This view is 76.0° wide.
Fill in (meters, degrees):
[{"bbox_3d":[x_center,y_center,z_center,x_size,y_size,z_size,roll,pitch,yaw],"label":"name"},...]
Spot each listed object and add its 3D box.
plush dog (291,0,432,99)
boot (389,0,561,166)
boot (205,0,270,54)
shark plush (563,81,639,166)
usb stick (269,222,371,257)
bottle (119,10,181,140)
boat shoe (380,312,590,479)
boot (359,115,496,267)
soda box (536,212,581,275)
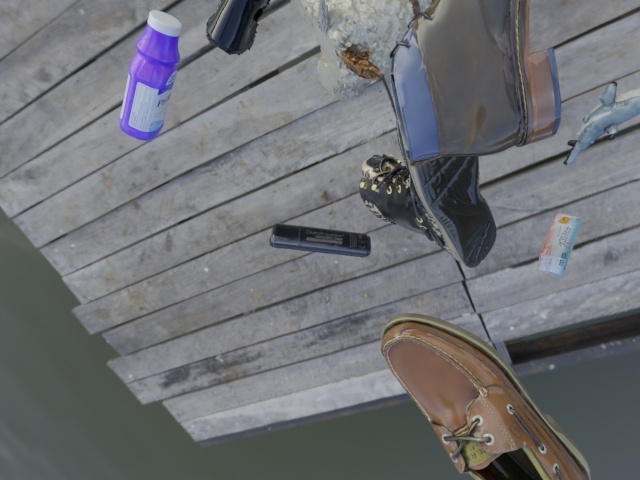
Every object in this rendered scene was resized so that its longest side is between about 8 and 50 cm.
[{"bbox_3d":[0.100,-0.333,0.593,0.225,0.210,0.262,-34,137,-3],"label":"plush dog"},{"bbox_3d":[0.085,-0.160,0.288,0.106,0.082,0.219,-19,99,10],"label":"boot"},{"bbox_3d":[-0.118,-0.417,0.706,0.094,0.246,0.207,25,115,-26],"label":"boot"},{"bbox_3d":[0.486,-0.199,0.706,0.161,0.067,0.073,-42,132,20],"label":"shark plush"},{"bbox_3d":[0.000,0.000,1.123,0.278,0.077,0.045,6,145,-6],"label":"usb stick"},{"bbox_3d":[-0.387,-0.372,0.942,0.092,0.118,0.283,24,127,-14],"label":"bottle"},{"bbox_3d":[0.191,0.211,0.473,0.307,0.104,0.111,39,126,4],"label":"boat shoe"},{"bbox_3d":[0.183,-0.126,0.833,0.138,0.284,0.377,-46,126,-9],"label":"boot"},{"bbox_3d":[0.622,0.007,1.064,0.063,0.183,0.058,18,139,33],"label":"soda box"}]
